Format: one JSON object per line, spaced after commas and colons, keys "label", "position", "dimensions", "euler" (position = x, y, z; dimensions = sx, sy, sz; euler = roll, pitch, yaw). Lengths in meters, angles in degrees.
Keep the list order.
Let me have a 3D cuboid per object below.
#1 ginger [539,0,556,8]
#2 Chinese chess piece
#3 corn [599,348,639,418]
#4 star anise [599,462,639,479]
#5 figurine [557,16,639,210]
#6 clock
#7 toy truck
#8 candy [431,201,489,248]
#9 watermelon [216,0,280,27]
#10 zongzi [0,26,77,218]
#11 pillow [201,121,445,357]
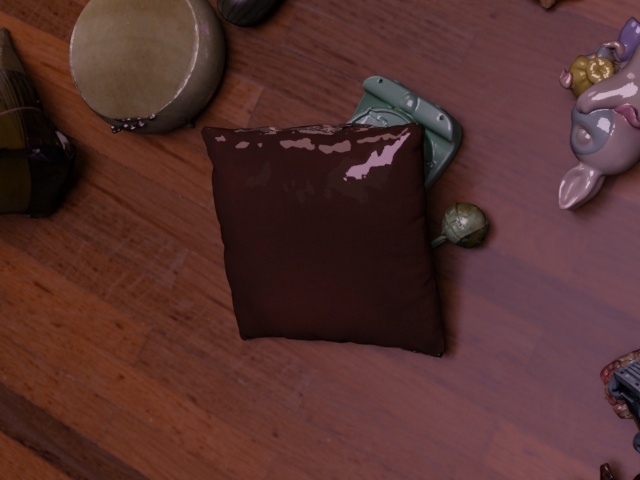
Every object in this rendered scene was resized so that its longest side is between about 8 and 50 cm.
{"label": "ginger", "position": [0.217, -0.397, 1.508], "dimensions": [0.288, 0.075, 0.089], "euler": [42, 123, 16]}
{"label": "Chinese chess piece", "position": [-0.246, -0.261, 1.670], "dimensions": [0.237, 0.092, 0.238], "euler": [-2, 83, 21]}
{"label": "corn", "position": [0.437, 0.131, 1.358], "dimensions": [0.237, 0.079, 0.080], "euler": [-29, 74, 16]}
{"label": "star anise", "position": [0.370, 0.368, 1.363], "dimensions": [0.234, 0.073, 0.177], "euler": [41, 85, 24]}
{"label": "figurine", "position": [0.348, -0.153, 1.402], "dimensions": [0.235, 0.127, 0.155], "euler": [-39, 90, 17]}
{"label": "clock", "position": [0.085, -0.107, 1.536], "dimensions": [0.148, 0.060, 0.189], "euler": [32, 97, 21]}
{"label": "toy truck", "position": [0.404, 0.197, 1.305], "dimensions": [0.115, 0.080, 0.178], "euler": [-33, 115, -5]}
{"label": "candy", "position": [0.128, 0.018, 1.519], "dimensions": [0.202, 0.061, 0.061], "euler": [-35, 73, 24]}
{"label": "watermelon", "position": [-0.094, -0.344, 1.626], "dimensions": [0.110, 0.078, 0.078], "euler": [-41, 71, 12]}
{"label": "zongzi", "position": [-0.536, -0.178, 1.687], "dimensions": [0.154, 0.289, 0.318], "euler": [-46, 60, 41]}
{"label": "pillow", "position": [0.000, 0.000, 1.496], "dimensions": [0.307, 0.108, 0.306], "euler": [2, 110, 26]}
